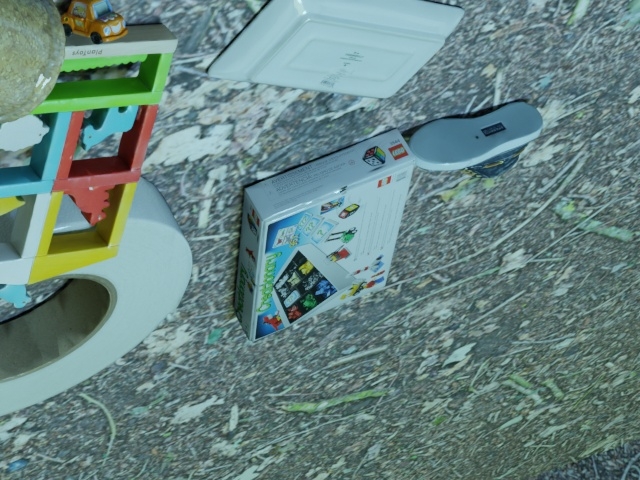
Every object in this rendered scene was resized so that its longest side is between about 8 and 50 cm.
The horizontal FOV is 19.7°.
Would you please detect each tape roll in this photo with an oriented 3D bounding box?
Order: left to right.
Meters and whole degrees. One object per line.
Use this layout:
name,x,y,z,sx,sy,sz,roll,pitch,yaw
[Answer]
tape roll,-0.320,0.067,1.926,0.392,0.072,0.392,-23,155,-11

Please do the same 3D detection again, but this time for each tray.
tray,0.024,-0.189,1.837,0.270,0.030,0.145,2,143,-49

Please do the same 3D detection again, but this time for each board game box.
board game box,0.000,0.000,2.159,0.193,0.053,0.305,-22,155,-17

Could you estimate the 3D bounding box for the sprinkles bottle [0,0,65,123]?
sprinkles bottle,-0.343,-0.173,1.354,0.121,0.121,0.355,-38,155,21

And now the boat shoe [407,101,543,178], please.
boat shoe,0.171,-0.100,2.131,0.183,0.065,0.083,-16,152,-29

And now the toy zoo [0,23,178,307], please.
toy zoo,-0.250,-0.061,1.686,0.192,0.030,0.293,-9,132,-37

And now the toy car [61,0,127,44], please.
toy car,-0.222,-0.184,1.551,0.122,0.060,0.040,-18,123,-39
